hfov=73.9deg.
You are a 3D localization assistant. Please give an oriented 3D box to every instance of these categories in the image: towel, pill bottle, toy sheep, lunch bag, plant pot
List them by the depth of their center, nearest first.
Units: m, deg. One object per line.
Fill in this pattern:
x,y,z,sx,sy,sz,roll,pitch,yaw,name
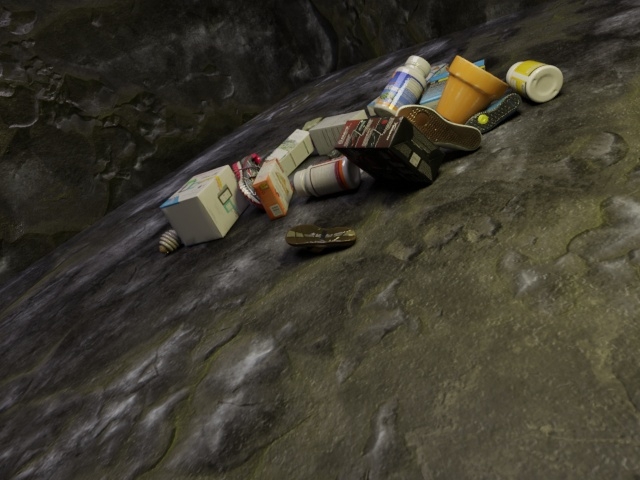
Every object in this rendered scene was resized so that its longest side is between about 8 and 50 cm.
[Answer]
0.741,-0.562,1.490,0.119,0.119,0.208,-21,28,11,pill bottle
0.511,-0.509,1.493,0.187,0.205,0.205,-59,13,27,plant pot
0.023,-0.224,1.527,0.222,0.121,0.121,-9,31,31,pill bottle
-0.609,-0.001,1.736,0.091,0.091,0.132,7,61,48,toy sheep
0.358,-0.645,1.831,0.271,0.152,0.152,-60,31,-1,pill bottle
0.476,-0.735,2.045,0.303,0.114,0.243,-42,28,-27,lunch bag
-0.050,-0.691,2.528,0.110,0.027,0.148,-16,29,22,towel

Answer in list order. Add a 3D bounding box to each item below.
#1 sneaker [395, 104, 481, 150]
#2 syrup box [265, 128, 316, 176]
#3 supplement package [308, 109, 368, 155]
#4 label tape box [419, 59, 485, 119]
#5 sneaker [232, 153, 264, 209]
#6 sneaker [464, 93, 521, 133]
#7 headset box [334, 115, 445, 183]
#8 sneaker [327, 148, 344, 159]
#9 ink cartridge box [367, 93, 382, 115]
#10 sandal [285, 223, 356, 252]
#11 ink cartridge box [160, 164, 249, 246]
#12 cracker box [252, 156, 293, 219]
0.355,-0.346,1.356,0.123,0.291,0.105,-141,69,-74,sneaker
-0.134,-0.402,1.959,0.093,0.096,0.237,24,62,38,syrup box
0.092,-0.476,1.899,0.244,0.133,0.139,7,42,48,supplement package
0.560,-0.613,1.754,0.241,0.105,0.333,-9,31,29,label tape box
-0.272,-0.247,1.734,0.112,0.121,0.299,-34,54,9,sneaker
0.583,-0.419,1.454,0.210,0.069,0.082,-33,-3,4,sneaker
0.202,-0.282,1.343,0.293,0.218,0.110,17,80,55,headset box
0.084,-0.309,1.675,0.130,0.087,0.227,-29,33,42,sneaker
0.334,-0.711,2.181,0.104,0.060,0.180,5,40,47,ink cartridge box
0.000,0.000,1.229,0.220,0.060,0.089,0,41,18,sandal
-0.458,-0.144,1.728,0.198,0.197,0.270,-13,30,25,ink cartridge box
-0.176,-0.202,1.626,0.067,0.155,0.232,-19,28,15,cracker box
